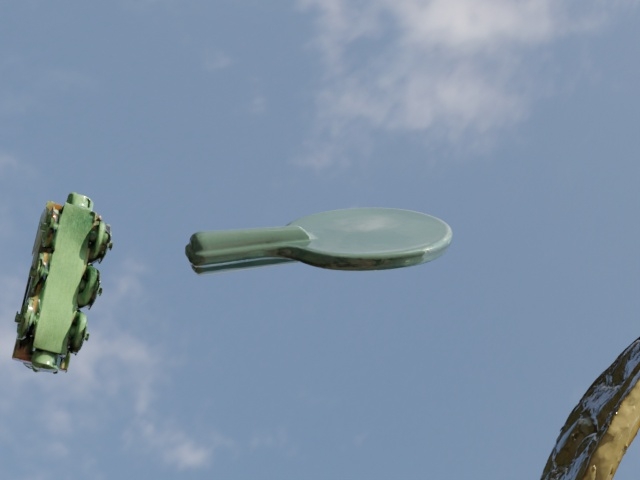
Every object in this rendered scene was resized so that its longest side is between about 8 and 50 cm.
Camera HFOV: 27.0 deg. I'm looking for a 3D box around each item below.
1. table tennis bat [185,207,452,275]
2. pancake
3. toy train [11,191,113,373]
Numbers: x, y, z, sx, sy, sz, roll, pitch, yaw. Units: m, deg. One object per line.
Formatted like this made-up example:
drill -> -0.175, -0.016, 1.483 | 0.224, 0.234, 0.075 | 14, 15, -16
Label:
table tennis bat -> 0.000, 0.000, 1.200 | 0.244, 0.153, 0.040 | -6, -71, -15
pancake -> 0.166, 0.119, 0.791 | 0.028, 0.158, 0.158 | 31, -69, 5
toy train -> -0.250, 0.046, 1.273 | 0.074, 0.118, 0.176 | 15, -109, -17
